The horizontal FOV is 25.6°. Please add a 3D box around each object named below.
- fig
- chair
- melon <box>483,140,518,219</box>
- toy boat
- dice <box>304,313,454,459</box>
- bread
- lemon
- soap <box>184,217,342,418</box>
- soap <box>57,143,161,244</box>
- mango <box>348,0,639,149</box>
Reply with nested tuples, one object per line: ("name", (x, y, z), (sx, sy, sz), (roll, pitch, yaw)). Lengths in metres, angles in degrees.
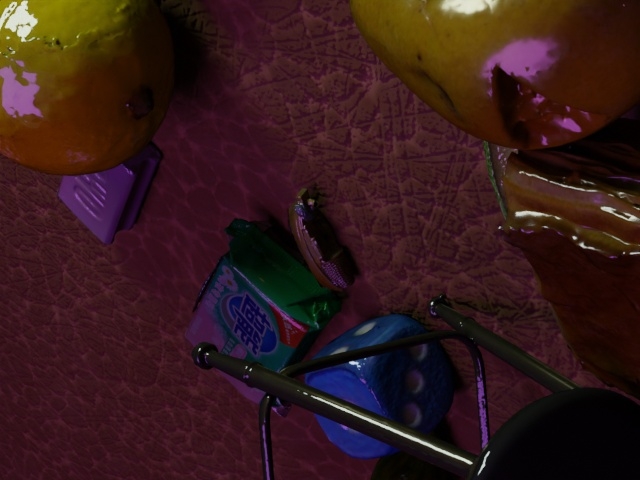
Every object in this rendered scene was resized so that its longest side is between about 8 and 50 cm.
("fig", (0.135, 0.306, 1.901), (0.117, 0.117, 0.177), (37, 121, 19))
("chair", (0.134, 0.283, 1.501), (0.410, 0.362, 0.365), (7, 103, 55))
("melon", (0.217, -0.106, 1.466), (0.114, 0.053, 0.262), (8, 128, 34))
("toy boat", (0.000, 0.000, 1.806), (0.049, 0.047, 0.149), (-7, 119, 36))
("dice", (0.075, 0.185, 1.805), (0.143, 0.146, 0.146), (-16, 108, 51))
("bread", (0.351, 0.028, 1.307), (0.314, 0.191, 0.370), (18, 154, 42))
("lemon", (-0.325, -0.224, 1.761), (0.297, 0.297, 0.297), (29, 140, 28))
("soap", (-0.080, 0.109, 1.951), (0.218, 0.098, 0.273), (39, 146, 5))
("soap", (-0.310, -0.096, 2.046), (0.122, 0.065, 0.203), (44, 145, 10))
("mango", (0.163, -0.217, 1.271), (0.182, 0.253, 0.365), (28, 177, -39))
